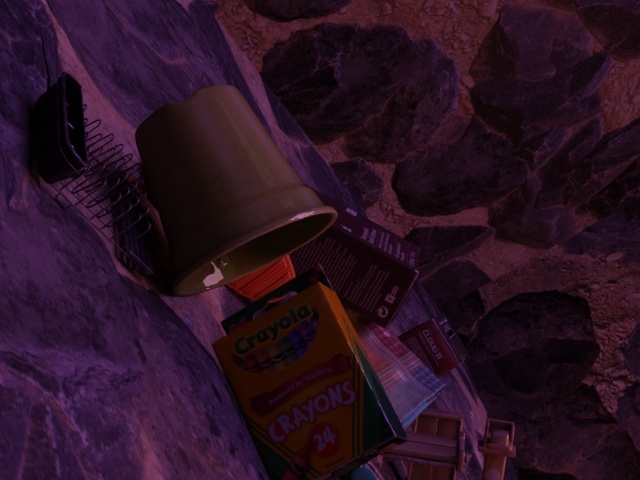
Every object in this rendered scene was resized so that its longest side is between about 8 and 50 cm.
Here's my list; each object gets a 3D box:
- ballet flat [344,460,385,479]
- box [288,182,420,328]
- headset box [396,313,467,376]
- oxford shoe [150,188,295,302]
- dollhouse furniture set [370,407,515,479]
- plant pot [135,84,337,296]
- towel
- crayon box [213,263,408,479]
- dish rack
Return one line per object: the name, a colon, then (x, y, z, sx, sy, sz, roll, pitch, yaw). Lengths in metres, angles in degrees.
ballet flat: (0.112, 0.472, 1.913, 0.213, 0.072, 0.068, 58, 0, -15)
box: (0.000, 0.000, 2.045, 0.381, 0.143, 0.191, 27, 16, -2)
headset box: (0.171, 0.255, 2.171, 0.110, 0.293, 0.218, 61, 11, 7)
oxford shoe: (-0.166, -0.033, 1.856, 0.363, 0.130, 0.133, 53, 7, -34)
dollhouse furniture set: (0.234, 0.466, 2.088, 0.355, 0.303, 0.174, -32, 128, -79)
plant pot: (-0.153, -0.087, 1.612, 0.254, 0.276, 0.276, 63, 11, 9)
towel: (0.064, 0.237, 1.904, 0.271, 0.040, 0.370, 45, 30, 13)
crayon box: (-0.029, 0.208, 1.613, 0.318, 0.202, 0.081, 63, 11, 22)
dish rack: (-0.302, -0.083, 1.485, 0.271, 0.074, 0.208, 51, 14, -39)
